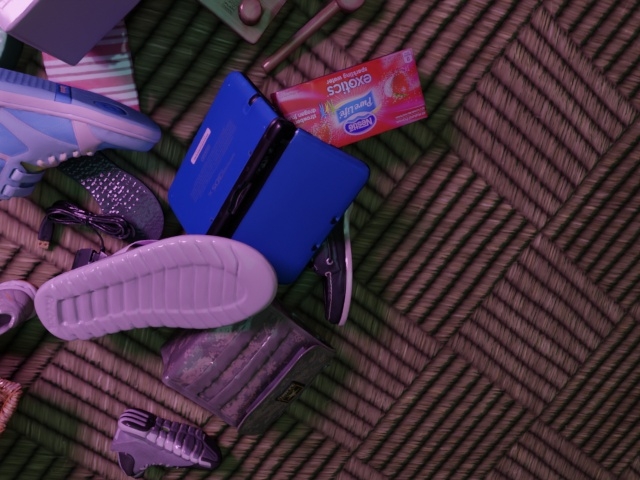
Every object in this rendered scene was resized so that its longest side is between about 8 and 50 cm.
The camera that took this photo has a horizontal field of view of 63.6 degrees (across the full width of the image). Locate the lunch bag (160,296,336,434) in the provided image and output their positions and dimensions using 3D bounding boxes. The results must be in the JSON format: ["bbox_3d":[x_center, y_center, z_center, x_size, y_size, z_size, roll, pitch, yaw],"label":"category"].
[{"bbox_3d":[-0.128,0.233,1.014,0.235,0.169,0.287,-47,115,-1],"label":"lunch bag"}]

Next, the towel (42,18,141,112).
[{"bbox_3d":[-0.400,-0.300,0.903,0.144,0.029,0.197,-8,108,-8],"label":"towel"}]

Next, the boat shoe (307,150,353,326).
[{"bbox_3d":[0.001,0.000,0.999,0.112,0.127,0.340,-1,103,-9],"label":"boat shoe"}]

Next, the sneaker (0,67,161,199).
[{"bbox_3d":[-0.444,-0.150,0.859,0.318,0.127,0.208,12,110,-23],"label":"sneaker"}]

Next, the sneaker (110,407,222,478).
[{"bbox_3d":[-0.328,0.449,1.076,0.228,0.086,0.132,27,102,-5],"label":"sneaker"}]

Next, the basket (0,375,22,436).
[{"bbox_3d":[-0.702,0.307,0.854,0.299,0.214,0.223,32,134,-16],"label":"basket"}]

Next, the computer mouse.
[{"bbox_3d":[-0.446,0.058,0.942,0.184,0.060,0.262,20,115,5],"label":"computer mouse"}]

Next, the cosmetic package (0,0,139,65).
[{"bbox_3d":[-0.289,-0.490,0.689,0.453,0.161,0.230,-43,90,5],"label":"cosmetic package"}]

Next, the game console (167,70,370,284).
[{"bbox_3d":[-0.104,-0.100,0.918,0.173,0.250,0.293,2,132,-49],"label":"game console"}]

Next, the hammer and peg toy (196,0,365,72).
[{"bbox_3d":[-0.100,-0.469,0.863,0.361,0.127,0.266,37,95,-17],"label":"hammer and peg toy"}]

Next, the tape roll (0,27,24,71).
[{"bbox_3d":[-0.651,-0.369,0.812,0.321,0.077,0.322,-2,104,-9],"label":"tape roll"}]

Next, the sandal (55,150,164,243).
[{"bbox_3d":[-0.380,-0.097,0.948,0.097,0.054,0.254,-42,98,-6],"label":"sandal"}]

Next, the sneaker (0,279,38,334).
[{"bbox_3d":[-0.646,0.147,0.914,0.262,0.121,0.099,-20,107,-4],"label":"sneaker"}]

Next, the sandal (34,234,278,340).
[{"bbox_3d":[-0.279,0.067,0.885,0.415,0.102,0.170,-7,113,3],"label":"sandal"}]

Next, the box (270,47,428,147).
[{"bbox_3d":[0.049,-0.248,0.948,0.256,0.122,0.128,-20,107,-6],"label":"box"}]
